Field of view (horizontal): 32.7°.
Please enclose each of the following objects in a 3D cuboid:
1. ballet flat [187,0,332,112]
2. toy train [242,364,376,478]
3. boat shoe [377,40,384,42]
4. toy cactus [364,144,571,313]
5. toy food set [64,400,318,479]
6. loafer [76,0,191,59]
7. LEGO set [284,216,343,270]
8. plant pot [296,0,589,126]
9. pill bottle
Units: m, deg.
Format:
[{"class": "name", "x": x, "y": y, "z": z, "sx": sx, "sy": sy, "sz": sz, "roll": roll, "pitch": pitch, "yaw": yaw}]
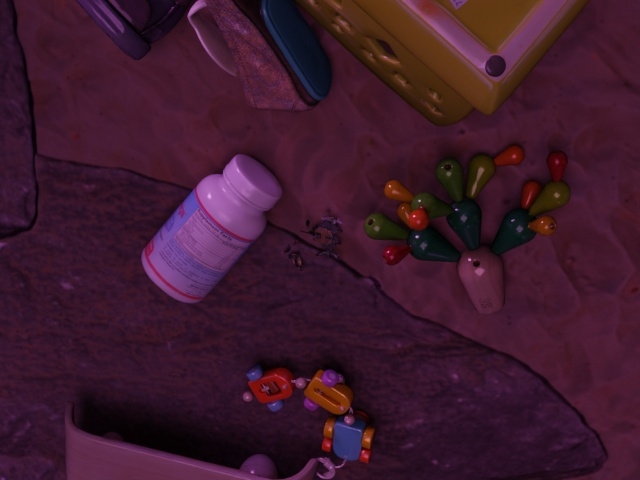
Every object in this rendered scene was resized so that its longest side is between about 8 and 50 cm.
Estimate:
[{"class": "ballet flat", "x": -0.093, "y": -0.245, "z": 1.043, "sx": 0.106, "sy": 0.107, "sz": 0.316, "roll": -3, "pitch": 131, "yaw": 28}, {"class": "toy train", "x": -0.006, "y": 0.195, "z": 1.263, "sx": 0.125, "sy": 0.046, "sz": 0.166, "roll": -24, "pitch": 110, "yaw": 33}, {"class": "boat shoe", "x": 0.064, "y": -0.221, "z": 1.091, "sx": 0.135, "sy": 0.050, "sz": 0.045, "roll": -1, "pitch": 132, "yaw": 15}, {"class": "toy cactus", "x": 0.162, "y": -0.002, "z": 1.138, "sx": 0.219, "sy": 0.112, "sz": 0.180, "roll": -17, "pitch": 116, "yaw": 6}, {"class": "toy food set", "x": -0.165, "y": 0.314, "z": 1.319, "sx": 0.306, "sy": 0.092, "sz": 0.220, "roll": 13, "pitch": 123, "yaw": 6}, {"class": "loafer", "x": -0.252, "y": -0.323, "z": 1.089, "sx": 0.095, "sy": 0.109, "sz": 0.302, "roll": -40, "pitch": 102, "yaw": 2}, {"class": "LEGO set", "x": -0.002, "y": -0.002, "z": 1.202, "sx": 0.083, "sy": 0.023, "sz": 0.054, "roll": -17, "pitch": 105, "yaw": 29}, {"class": "plant pot", "x": 0.119, "y": -0.246, "z": 0.948, "sx": 0.228, "sy": 0.207, "sz": 0.227, "roll": 40, "pitch": 92, "yaw": -12}, {"class": "pill bottle", "x": -0.115, "y": -0.014, "z": 1.178, "sx": 0.087, "sy": 0.087, "sz": 0.160, "roll": 40, "pitch": 111, "yaw": -6}]
